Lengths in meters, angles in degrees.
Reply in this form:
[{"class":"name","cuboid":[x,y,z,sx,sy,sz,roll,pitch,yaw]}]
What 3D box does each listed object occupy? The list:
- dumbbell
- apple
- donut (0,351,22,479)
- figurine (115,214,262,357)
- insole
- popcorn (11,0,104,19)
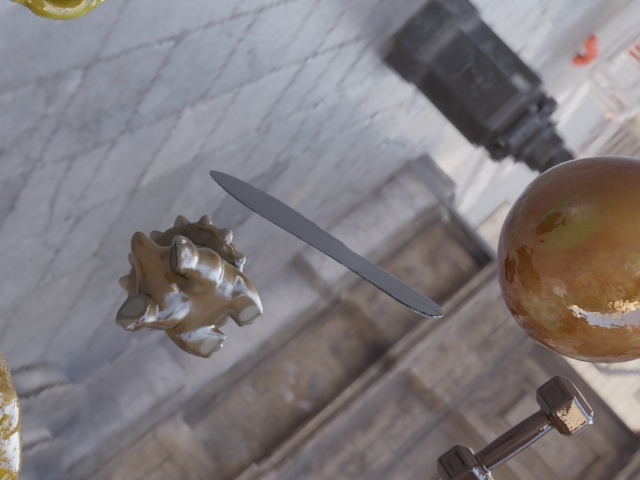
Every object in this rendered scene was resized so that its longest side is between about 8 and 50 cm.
[{"class":"dumbbell","cuboid":[0.273,0.283,1.656,0.231,0.092,0.082,-36,131,5]},{"class":"apple","cuboid":[0.325,0.021,1.281,0.253,0.253,0.253,-41,172,-7]},{"class":"donut","cuboid":[-0.515,0.233,1.454,0.317,0.299,0.150,-38,-145,15]},{"class":"figurine","cuboid":[-0.195,0.047,1.607,0.177,0.173,0.247,-50,148,14]},{"class":"insole","cuboid":[0.000,0.000,1.297,0.007,0.322,0.109,-62,158,14]},{"class":"popcorn","cuboid":[-0.353,-0.379,1.204,0.281,0.316,0.297,-42,138,-60]}]
